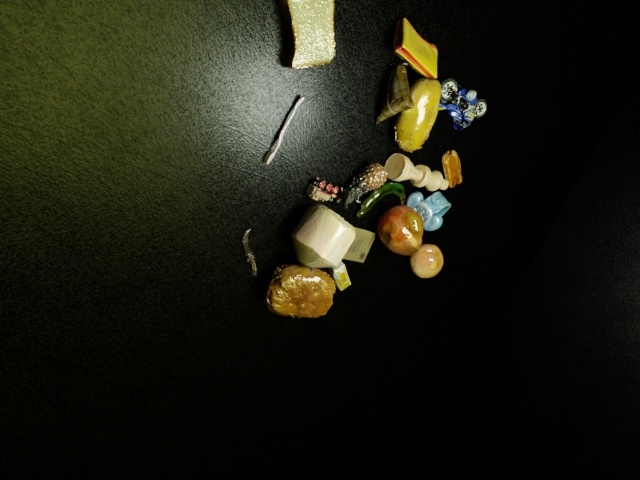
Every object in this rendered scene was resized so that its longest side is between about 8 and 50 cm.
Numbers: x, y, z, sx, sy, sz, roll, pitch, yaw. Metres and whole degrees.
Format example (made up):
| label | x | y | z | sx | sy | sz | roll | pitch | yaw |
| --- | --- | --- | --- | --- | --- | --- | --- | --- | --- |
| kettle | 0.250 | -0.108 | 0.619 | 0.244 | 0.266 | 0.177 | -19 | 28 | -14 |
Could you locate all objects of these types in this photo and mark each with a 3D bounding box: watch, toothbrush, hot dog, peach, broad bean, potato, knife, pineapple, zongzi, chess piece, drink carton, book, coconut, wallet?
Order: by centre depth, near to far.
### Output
| label | x | y | z | sx | sy | sz | roll | pitch | yaw |
| --- | --- | --- | --- | --- | --- | --- | --- | --- | --- |
| toothbrush | -0.128 | -0.389 | 1.420 | 0.269 | 0.027 | 0.021 | -59 | 168 | 7 |
| wallet | 0.366 | -0.729 | 1.544 | 0.241 | 0.067 | 0.141 | 17 | 72 | -42 |
| knife | -0.278 | 0.055 | 1.575 | 0.045 | 0.021 | 0.222 | -23 | 126 | -28 |
| zongzi | 0.273 | -0.581 | 1.589 | 0.084 | 0.184 | 0.187 | 3 | 77 | -38 |
| coconut | 0.000 | 0.000 | 1.605 | 0.239 | 0.239 | 0.244 | 35 | 91 | -43 |
| potato | 0.397 | -0.512 | 1.651 | 0.173 | 0.140 | 0.300 | -22 | 136 | -40 |
| pineapple | 0.164 | -0.225 | 1.679 | 0.237 | 0.111 | 0.119 | -40 | 124 | -8 |
| broad bean | 0.286 | -0.192 | 1.827 | 0.291 | 0.049 | 0.144 | -17 | 128 | -29 |
| drink carton | 0.078 | 0.139 | 1.846 | 0.074 | 0.084 | 0.200 | -32 | 135 | -13 |
| peach | 0.380 | -0.041 | 1.855 | 0.214 | 0.236 | 0.214 | -24 | 160 | -9 |
| chess piece | 0.464 | -0.295 | 1.860 | 0.397 | 0.117 | 0.117 | 9 | 110 | -41 |
| book | 0.145 | 0.015 | 1.861 | 0.230 | 0.026 | 0.161 | 14 | 106 | -41 |
| watch | 0.528 | -0.143 | 1.966 | 0.193 | 0.211 | 0.211 | -20 | 127 | -40 |
| hot dog | 0.651 | -0.349 | 1.997 | 0.092 | 0.062 | 0.236 | -28 | 136 | 0 |
| peach | 0.556 | 0.103 | 2.108 | 0.184 | 0.184 | 0.184 | -18 | 125 | -28 |

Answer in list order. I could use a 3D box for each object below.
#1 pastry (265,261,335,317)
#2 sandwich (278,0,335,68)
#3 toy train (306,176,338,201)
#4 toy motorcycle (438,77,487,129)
| label | x | y | z | sx | sy | sz | roll | pitch | yaw |
| --- | --- | --- | --- | --- | --- | --- | --- | --- | --- |
| pastry | -0.092 | 0.209 | 1.707 | 0.310 | 0.162 | 0.255 | 17 | 115 | -31 |
| sandwich | -0.040 | -0.675 | 1.293 | 0.186 | 0.065 | 0.215 | -24 | 127 | -24 |
| toy train | 0.011 | -0.198 | 1.622 | 0.137 | 0.050 | 0.087 | 15 | 111 | -42 |
| toy motorcycle | 0.612 | -0.596 | 1.794 | 0.315 | 0.113 | 0.169 | 15 | 115 | -32 |
